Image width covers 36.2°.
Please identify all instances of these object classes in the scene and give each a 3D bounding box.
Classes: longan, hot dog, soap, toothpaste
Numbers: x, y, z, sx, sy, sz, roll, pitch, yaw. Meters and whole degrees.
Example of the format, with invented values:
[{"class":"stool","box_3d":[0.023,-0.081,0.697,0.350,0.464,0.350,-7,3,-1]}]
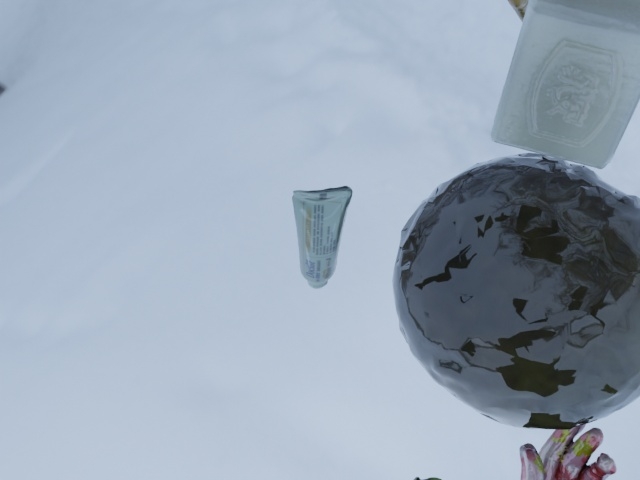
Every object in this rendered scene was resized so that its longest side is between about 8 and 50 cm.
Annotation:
[{"class":"longan","box_3d":[0.294,0.063,1.321,0.391,0.391,0.391,-35,32,27]},{"class":"hot dog","box_3d":[0.219,-0.252,1.045,0.028,0.137,0.044,-38,70,19]},{"class":"soap","box_3d":[0.235,-0.154,0.900,0.183,0.122,0.063,94,-167,-55]},{"class":"toothpaste","box_3d":[0.000,0.000,1.185,0.255,0.067,0.037,92,175,-63]}]

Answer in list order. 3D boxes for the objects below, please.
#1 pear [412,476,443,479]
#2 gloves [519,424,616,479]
[{"class":"pear","box_3d":[0.209,0.358,1.038,0.238,0.256,0.163,-11,-75,-78]},{"class":"gloves","box_3d":[0.348,0.367,1.398,0.145,0.126,0.241,10,79,13]}]
